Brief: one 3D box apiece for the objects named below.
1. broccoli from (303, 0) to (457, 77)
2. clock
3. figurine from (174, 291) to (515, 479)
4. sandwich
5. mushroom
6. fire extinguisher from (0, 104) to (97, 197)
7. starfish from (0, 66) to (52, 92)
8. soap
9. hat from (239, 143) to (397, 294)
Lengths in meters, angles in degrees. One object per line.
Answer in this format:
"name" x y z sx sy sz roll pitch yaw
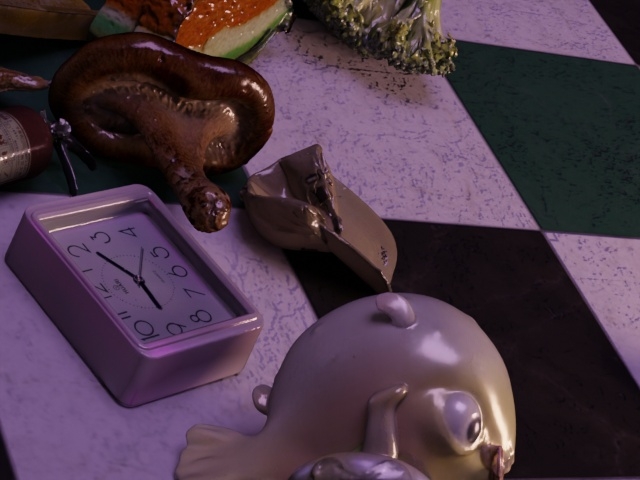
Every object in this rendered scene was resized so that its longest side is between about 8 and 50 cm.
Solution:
"broccoli" 0.134 -0.344 2.055 0.221 0.361 0.252 35 49 -23
"clock" -0.162 0.043 1.593 0.150 0.063 0.197 -14 52 -44
"figurine" 0.008 0.217 1.428 0.274 0.227 0.394 1 44 14
"sandwich" -0.133 -0.258 1.896 0.109 0.212 0.292 24 45 20
"mushroom" -0.140 -0.090 1.706 0.227 0.148 0.217 8 36 -17
"fire extinguisher" -0.298 -0.067 1.643 0.231 0.071 0.099 -20 85 -50
"starfish" -0.397 -0.181 1.717 0.277 0.062 0.236 29 34 -7
"soap" -0.314 -0.243 1.813 0.092 0.037 0.252 39 18 17
"hat" 0.000 0.000 1.771 0.175 0.085 0.147 48 21 -11
